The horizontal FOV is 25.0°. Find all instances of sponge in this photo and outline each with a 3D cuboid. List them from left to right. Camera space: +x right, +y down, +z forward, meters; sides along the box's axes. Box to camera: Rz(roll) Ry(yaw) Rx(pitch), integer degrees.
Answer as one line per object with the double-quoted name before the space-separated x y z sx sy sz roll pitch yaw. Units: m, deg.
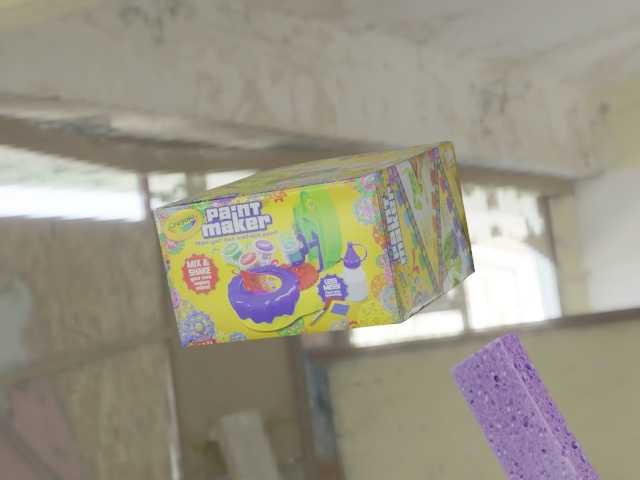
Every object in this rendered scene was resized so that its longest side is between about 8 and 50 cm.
"sponge" 0.229 0.213 1.606 0.031 0.210 0.117 -21 -14 -31

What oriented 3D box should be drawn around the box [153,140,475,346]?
"box" 0.000 0.000 1.767 0.289 0.177 0.279 -8 8 26
